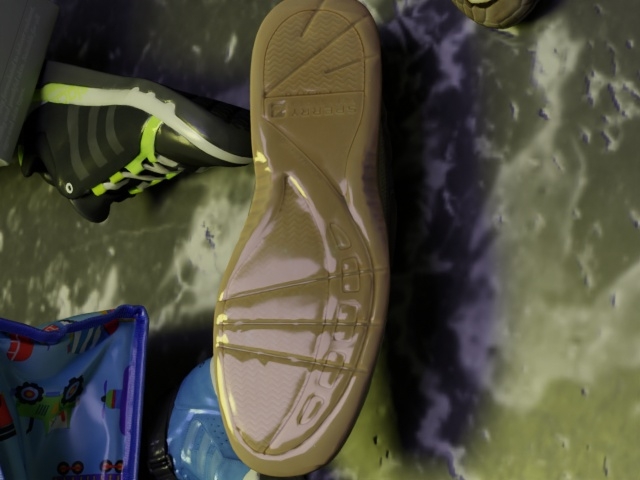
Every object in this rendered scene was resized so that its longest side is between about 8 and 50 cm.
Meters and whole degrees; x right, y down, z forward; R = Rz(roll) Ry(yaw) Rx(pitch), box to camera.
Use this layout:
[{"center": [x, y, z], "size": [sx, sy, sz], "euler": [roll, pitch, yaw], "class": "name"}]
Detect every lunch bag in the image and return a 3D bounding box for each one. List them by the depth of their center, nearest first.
[{"center": [-0.204, 0.202, 1.217], "size": [0.221, 0.138, 0.293], "euler": [-16, 78, 52], "class": "lunch bag"}]

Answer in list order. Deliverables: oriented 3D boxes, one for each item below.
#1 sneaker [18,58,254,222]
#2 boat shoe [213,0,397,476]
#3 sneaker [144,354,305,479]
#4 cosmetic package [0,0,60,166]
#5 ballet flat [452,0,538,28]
[{"center": [-0.119, -0.054, 1.261], "size": [0.235, 0.084, 0.097], "euler": [16, 92, 50], "class": "sneaker"}, {"center": [0.000, 0.000, 1.137], "size": [0.103, 0.092, 0.285], "euler": [-2, 75, 14], "class": "boat shoe"}, {"center": [-0.060, 0.145, 1.174], "size": [0.084, 0.058, 0.152], "euler": [-33, 56, 23], "class": "sneaker"}, {"center": [-0.297, -0.113, 1.335], "size": [0.238, 0.107, 0.127], "euler": [-2, 66, 45], "class": "cosmetic package"}, {"center": [0.072, -0.237, 1.150], "size": [0.084, 0.058, 0.250], "euler": [-29, 63, 33], "class": "ballet flat"}]
